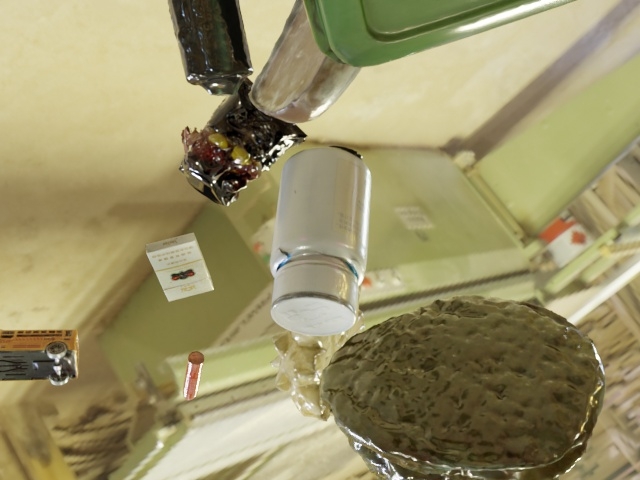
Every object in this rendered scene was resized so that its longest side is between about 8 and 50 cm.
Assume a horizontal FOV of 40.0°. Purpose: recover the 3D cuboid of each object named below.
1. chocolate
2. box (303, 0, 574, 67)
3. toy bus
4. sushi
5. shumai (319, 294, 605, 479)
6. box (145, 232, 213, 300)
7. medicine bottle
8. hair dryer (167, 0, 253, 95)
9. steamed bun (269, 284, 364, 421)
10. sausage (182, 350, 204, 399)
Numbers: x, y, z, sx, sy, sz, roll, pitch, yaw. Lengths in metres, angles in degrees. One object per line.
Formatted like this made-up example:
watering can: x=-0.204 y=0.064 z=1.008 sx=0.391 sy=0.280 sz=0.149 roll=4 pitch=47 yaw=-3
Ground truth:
chocolate: x=0.022 y=-0.247 z=1.047 sx=0.080 sy=0.157 sz=0.254 roll=27 pitch=95 yaw=-31
box: x=0.075 y=-0.292 z=0.573 sx=0.253 sy=0.177 sz=0.328 roll=-19 pitch=149 yaw=-1
toy bus: x=-0.458 y=0.177 z=1.360 sx=0.162 sy=0.074 sz=0.069 roll=0 pitch=127 yaw=-9
sushi: x=-0.148 y=-0.144 z=1.410 sx=0.172 sy=0.153 sz=0.150 roll=-2 pitch=-128 yaw=55
shumai: x=0.166 y=0.252 z=1.045 sx=0.292 sy=0.330 sz=0.288 roll=-74 pitch=163 yaw=-47
box: x=-0.257 y=0.051 z=1.615 sx=0.090 sy=0.024 sz=0.167 roll=-15 pitch=144 yaw=-3
medicine bottle: x=0.000 y=0.000 z=1.299 sx=0.144 sy=0.258 sz=0.143 roll=4 pitch=147 yaw=2
hair dryer: x=-0.065 y=-0.258 z=0.647 sx=0.244 sy=0.302 sz=0.116 roll=-14 pitch=-175 yaw=-39
steamed bun: x=-0.008 y=0.207 z=1.741 sx=0.137 sy=0.295 sz=0.292 roll=4 pitch=163 yaw=22
sausage: x=-0.254 y=0.274 z=1.746 sx=0.034 sy=0.034 sz=0.129 roll=-21 pitch=144 yaw=-35
